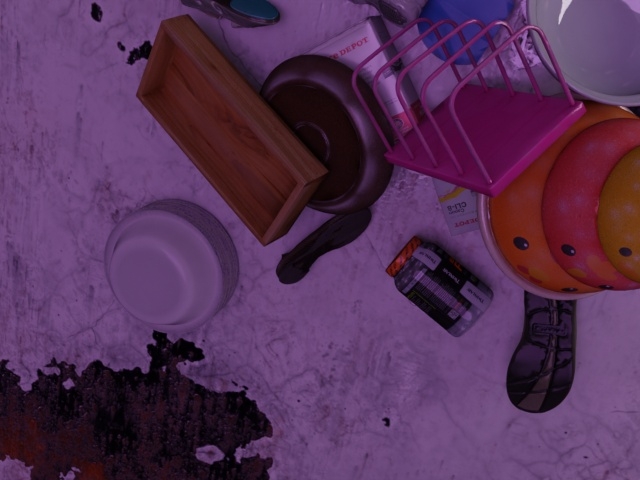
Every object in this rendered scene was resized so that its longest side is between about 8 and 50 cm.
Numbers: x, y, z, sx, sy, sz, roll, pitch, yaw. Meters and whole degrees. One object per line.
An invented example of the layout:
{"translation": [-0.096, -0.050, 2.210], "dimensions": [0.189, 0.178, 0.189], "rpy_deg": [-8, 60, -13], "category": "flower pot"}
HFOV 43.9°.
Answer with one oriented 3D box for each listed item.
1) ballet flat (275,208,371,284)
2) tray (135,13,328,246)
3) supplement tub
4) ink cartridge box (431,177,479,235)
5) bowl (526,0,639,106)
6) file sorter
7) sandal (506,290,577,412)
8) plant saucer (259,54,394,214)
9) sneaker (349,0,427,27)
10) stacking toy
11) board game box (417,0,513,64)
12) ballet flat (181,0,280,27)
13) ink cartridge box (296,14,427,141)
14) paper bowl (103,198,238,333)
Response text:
{"translation": [0.000, 0.000, 1.598], "dimensions": [0.084, 0.058, 0.250], "rpy_deg": [24, 126, -40], "category": "ballet flat"}
{"translation": [-0.176, -0.207, 1.497], "dimensions": [0.411, 0.076, 0.203], "rpy_deg": [48, 138, 11], "category": "tray"}
{"translation": [0.224, 0.084, 1.516], "dimensions": [0.190, 0.117, 0.117], "rpy_deg": [40, 116, 1], "category": "supplement tub"}
{"translation": [0.276, -0.118, 1.420], "dimensions": [0.128, 0.127, 0.176], "rpy_deg": [-16, 104, 23], "category": "ink cartridge box"}
{"translation": [0.453, -0.344, 1.247], "dimensions": [0.297, 0.134, 0.298], "rpy_deg": [0, 86, -1], "category": "bowl"}
{"translation": [0.213, -0.227, 1.238], "dimensions": [0.202, 0.290, 0.182], "rpy_deg": [-42, 120, -11], "category": "file sorter"}
{"translation": [0.432, 0.183, 1.504], "dimensions": [0.120, 0.086, 0.303], "rpy_deg": [12, 97, 21], "category": "sandal"}
{"translation": [-0.009, -0.182, 1.456], "dimensions": [0.310, 0.050, 0.311], "rpy_deg": [19, 124, 30], "category": "plant saucer"}
{"translation": [0.103, -0.467, 1.391], "dimensions": [0.232, 0.090, 0.115], "rpy_deg": [38, 81, 18], "category": "sneaker"}
{"translation": [0.472, -0.047, 1.144], "dimensions": [0.350, 0.480, 0.351], "rpy_deg": [-2, 98, -14], "category": "stacking toy"}
{"translation": [0.252, -0.394, 1.385], "dimensions": [0.133, 0.033, 0.169], "rpy_deg": [35, 111, 10], "category": "board game box"}
{"translation": [-0.172, -0.442, 1.505], "dimensions": [0.213, 0.072, 0.068], "rpy_deg": [26, 142, 10], "category": "ballet flat"}
{"translation": [0.078, -0.278, 1.452], "dimensions": [0.158, 0.092, 0.218], "rpy_deg": [-22, 102, 25], "category": "ink cartridge box"}
{"translation": [-0.330, 0.065, 1.687], "dimensions": [0.284, 0.148, 0.284], "rpy_deg": [6, 109, 17], "category": "paper bowl"}
